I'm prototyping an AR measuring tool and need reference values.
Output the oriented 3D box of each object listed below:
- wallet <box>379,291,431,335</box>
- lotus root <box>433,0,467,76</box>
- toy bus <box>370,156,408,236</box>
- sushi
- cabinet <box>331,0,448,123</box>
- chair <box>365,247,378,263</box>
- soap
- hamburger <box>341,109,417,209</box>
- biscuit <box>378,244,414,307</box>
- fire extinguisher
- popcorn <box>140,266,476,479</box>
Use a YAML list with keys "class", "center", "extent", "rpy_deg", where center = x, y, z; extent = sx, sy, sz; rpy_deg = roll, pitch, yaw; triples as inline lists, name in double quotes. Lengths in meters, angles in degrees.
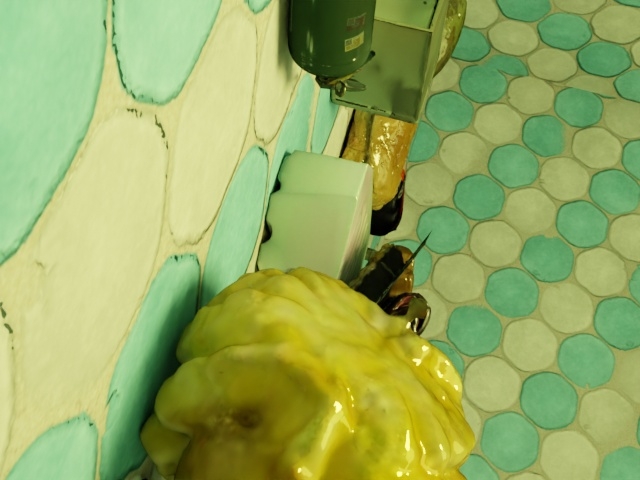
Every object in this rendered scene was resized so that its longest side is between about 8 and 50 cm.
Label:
- class: "wallet"
  center: [0.046, 0.173, 1.159]
  extent: [0.262, 0.071, 0.221]
  rpy_deg: [-45, 176, 0]
- class: "lotus root"
  center: [0.234, -0.460, 1.954]
  extent: [0.173, 0.173, 0.309]
  rpy_deg: [79, 34, -73]
- class: "toy bus"
  center: [0.120, -0.120, 1.882]
  extent: [0.303, 0.127, 0.147]
  rpy_deg: [82, 20, -68]
- class: "sushi"
  center: [0.059, 0.078, 1.254]
  extent: [0.264, 0.050, 0.290]
  rpy_deg: [-53, 176, 13]
- class: "cabinet"
  center: [0.105, -0.310, 1.312]
  extent: [0.206, 0.145, 0.150]
  rpy_deg: [91, 17, -61]
- class: "chair"
  center: [0.013, 0.128, 1.541]
  extent: [0.147, 0.136, 0.271]
  rpy_deg: [-11, 115, -82]
- class: "soap"
  center: [0.000, 0.000, 1.276]
  extent: [0.347, 0.115, 0.208]
  rpy_deg: [83, 23, -69]
- class: "hamburger"
  center: [0.114, -0.196, 1.678]
  extent: [0.131, 0.124, 0.262]
  rpy_deg: [75, 31, -74]
- class: "biscuit"
  center: [0.115, 0.125, 1.472]
  extent: [0.278, 0.043, 0.302]
  rpy_deg: [110, -1, -57]
- class: "fire extinguisher"
  center: [0.020, -0.267, 0.923]
  extent: [0.095, 0.114, 0.311]
  rpy_deg: [57, -23, 31]
- class: "popcorn"
  center: [-0.026, 0.216, 0.882]
  extent: [0.382, 0.349, 0.349]
  rpy_deg: [-50, -178, 22]
